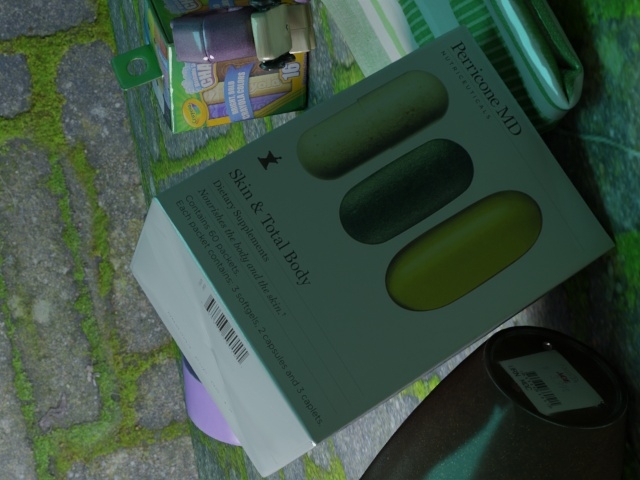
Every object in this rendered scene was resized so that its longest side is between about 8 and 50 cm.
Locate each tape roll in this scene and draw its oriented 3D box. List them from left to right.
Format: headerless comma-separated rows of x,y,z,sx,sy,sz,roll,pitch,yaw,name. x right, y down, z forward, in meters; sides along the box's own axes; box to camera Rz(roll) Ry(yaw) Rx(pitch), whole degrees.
-0.075,0.165,1.726,0.189,0.189,0.080,-123,27,-53,tape roll

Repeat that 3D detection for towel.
0.084,-0.171,1.089,0.248,0.038,0.325,60,164,0,towel

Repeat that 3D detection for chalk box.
-0.134,-0.221,1.617,0.132,0.213,0.132,94,158,-43,chalk box

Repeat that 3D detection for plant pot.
0.133,0.184,1.030,0.215,0.215,0.230,-118,37,-46,plant pot

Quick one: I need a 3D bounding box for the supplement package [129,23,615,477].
0.028,0.012,1.028,0.199,0.263,0.198,57,161,6,supplement package

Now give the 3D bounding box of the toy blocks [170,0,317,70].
-0.141,-0.320,1.305,0.288,0.260,0.309,-45,-52,-67,toy blocks
